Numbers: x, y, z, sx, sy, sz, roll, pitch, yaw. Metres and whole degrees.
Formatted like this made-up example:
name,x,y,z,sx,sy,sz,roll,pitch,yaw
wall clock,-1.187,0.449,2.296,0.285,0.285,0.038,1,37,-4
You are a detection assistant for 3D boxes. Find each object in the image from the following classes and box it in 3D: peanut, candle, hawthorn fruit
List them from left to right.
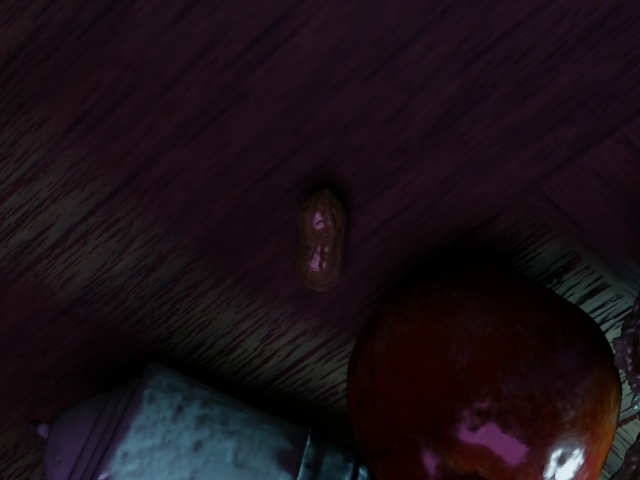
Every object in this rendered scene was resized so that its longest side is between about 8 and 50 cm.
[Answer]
name,x,y,z,sx,sy,sz,roll,pitch,yaw
candle,-0.128,0.247,1.411,0.342,0.221,0.221,24,127,-6
peanut,0.000,0.000,1.302,0.053,0.054,0.113,8,131,6
hawthorn fruit,0.141,0.164,1.255,0.241,0.272,0.242,-1,134,-1

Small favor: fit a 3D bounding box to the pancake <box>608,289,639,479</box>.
name,x,y,z,sx,sy,sz,roll,pitch,yaw
pancake,0.306,0.063,1.192,0.054,0.197,0.377,29,125,38
